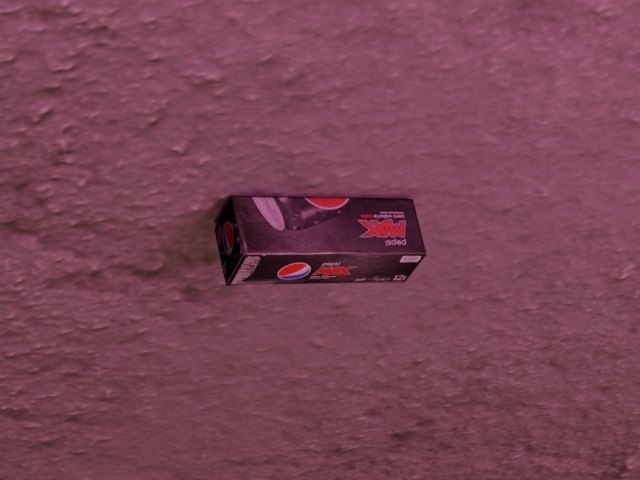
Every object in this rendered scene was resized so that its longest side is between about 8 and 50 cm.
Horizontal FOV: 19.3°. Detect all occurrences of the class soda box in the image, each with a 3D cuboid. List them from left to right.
[{"bbox_3d":[0.000,0.000,1.586,0.169,0.060,0.053,0,150,-24],"label":"soda box"}]
